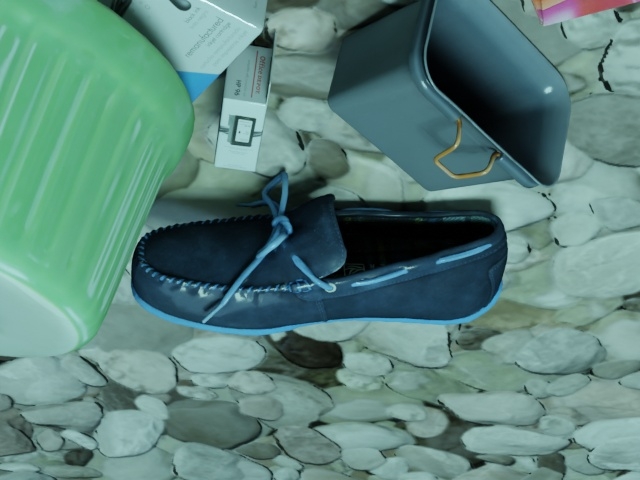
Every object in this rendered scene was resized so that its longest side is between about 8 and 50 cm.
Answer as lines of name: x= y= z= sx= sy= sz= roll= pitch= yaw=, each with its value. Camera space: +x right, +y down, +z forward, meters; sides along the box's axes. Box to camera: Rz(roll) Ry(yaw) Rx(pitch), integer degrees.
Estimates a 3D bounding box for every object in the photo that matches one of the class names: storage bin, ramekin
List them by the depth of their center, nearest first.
ramekin: x=-0.236 y=-0.047 z=0.827 sx=0.303 sy=0.148 sz=0.303 roll=14 pitch=160 yaw=5
storage bin: x=0.072 y=-0.079 z=0.872 sx=0.091 sy=0.098 sz=0.135 roll=-15 pitch=140 yaw=42

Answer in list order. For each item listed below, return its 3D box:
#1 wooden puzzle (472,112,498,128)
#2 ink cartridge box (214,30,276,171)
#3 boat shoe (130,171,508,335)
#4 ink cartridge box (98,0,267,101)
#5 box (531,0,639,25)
wooden puzzle: x=0.105 y=-0.060 z=0.958 sx=0.083 sy=0.006 sz=0.049 roll=-18 pitch=138 yaw=29
ink cartridge box: x=-0.047 y=-0.088 z=0.904 sx=0.028 sy=0.048 sz=0.083 roll=8 pitch=143 yaw=-5
boat shoe: x=0.000 y=0.000 z=0.996 sx=0.258 sy=0.109 sz=0.089 roll=-4 pitch=139 yaw=-14
ink cartridge box: x=-0.131 y=-0.150 z=0.820 sx=0.180 sy=0.060 sz=0.104 roll=24 pitch=141 yaw=-24
box: x=0.122 y=-0.218 z=0.527 sx=0.128 sy=0.257 sz=0.123 roll=-11 pitch=139 yaw=22
